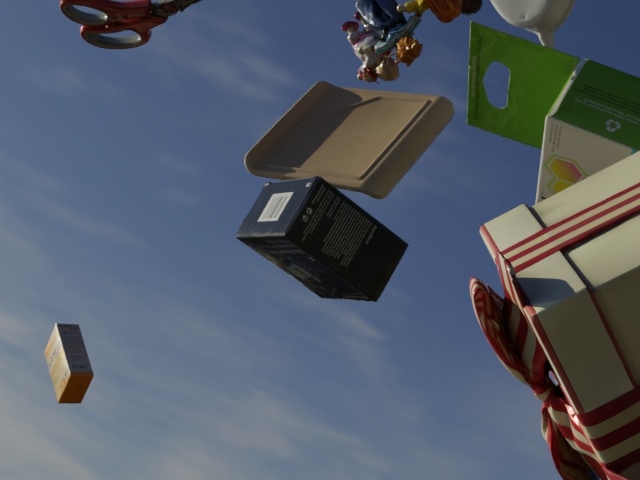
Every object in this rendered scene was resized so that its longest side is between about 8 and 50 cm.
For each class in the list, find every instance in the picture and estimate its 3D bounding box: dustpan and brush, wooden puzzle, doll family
[{"bbox_3d":[0.288,-0.302,1.599,0.060,0.211,0.147,-13,8,-43],"label":"dustpan and brush"},{"bbox_3d":[0.043,-0.144,1.733,0.238,0.221,0.044,15,-41,34],"label":"wooden puzzle"},{"bbox_3d":[0.135,-0.360,1.906,0.263,0.163,0.118,-39,-32,15],"label":"doll family"}]

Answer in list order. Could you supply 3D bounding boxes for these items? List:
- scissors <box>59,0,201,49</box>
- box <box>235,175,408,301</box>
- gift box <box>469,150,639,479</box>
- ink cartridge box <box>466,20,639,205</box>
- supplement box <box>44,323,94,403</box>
[{"bbox_3d":[-0.183,-0.270,1.430,0.297,0.021,0.109,-1,-27,30],"label":"scissors"},{"bbox_3d":[0.000,0.000,1.560,0.158,0.093,0.156,36,-16,-22],"label":"box"},{"bbox_3d":[0.272,0.067,0.955,0.255,0.258,0.276,61,7,-12],"label":"gift box"},{"bbox_3d":[0.259,-0.109,1.322,0.255,0.097,0.189,23,-28,19],"label":"ink cartridge box"},{"bbox_3d":[-0.355,0.173,1.699,0.036,0.098,0.062,5,-50,-32],"label":"supplement box"}]
